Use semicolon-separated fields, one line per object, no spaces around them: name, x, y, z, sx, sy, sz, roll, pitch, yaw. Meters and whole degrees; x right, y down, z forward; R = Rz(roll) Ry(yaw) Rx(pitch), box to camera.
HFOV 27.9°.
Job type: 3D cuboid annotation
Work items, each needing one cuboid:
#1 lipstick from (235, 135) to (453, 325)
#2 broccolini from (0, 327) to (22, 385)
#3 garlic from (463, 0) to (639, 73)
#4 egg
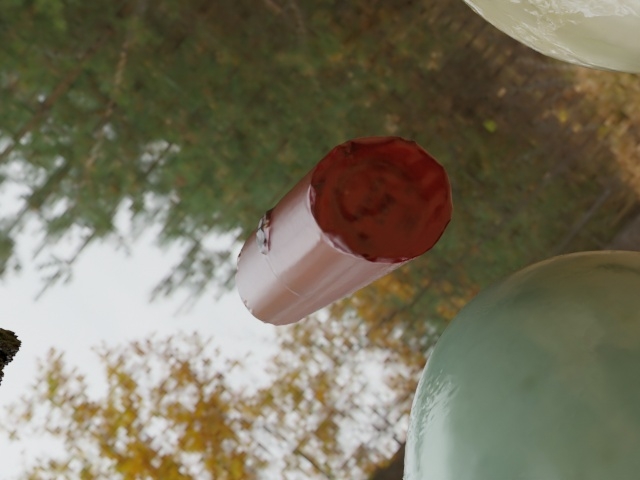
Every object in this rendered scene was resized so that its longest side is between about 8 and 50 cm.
lipstick;0.000;0.001;0.728;0.073;0.073;0.279;39;165;-3
broccolini;-0.385;0.069;1.299;0.201;0.058;0.074;49;-137;-8
garlic;0.110;-0.154;0.501;0.245;0.164;0.145;21;-171;-18
egg;0.198;0.174;0.646;0.389;0.276;0.276;56;-168;24
